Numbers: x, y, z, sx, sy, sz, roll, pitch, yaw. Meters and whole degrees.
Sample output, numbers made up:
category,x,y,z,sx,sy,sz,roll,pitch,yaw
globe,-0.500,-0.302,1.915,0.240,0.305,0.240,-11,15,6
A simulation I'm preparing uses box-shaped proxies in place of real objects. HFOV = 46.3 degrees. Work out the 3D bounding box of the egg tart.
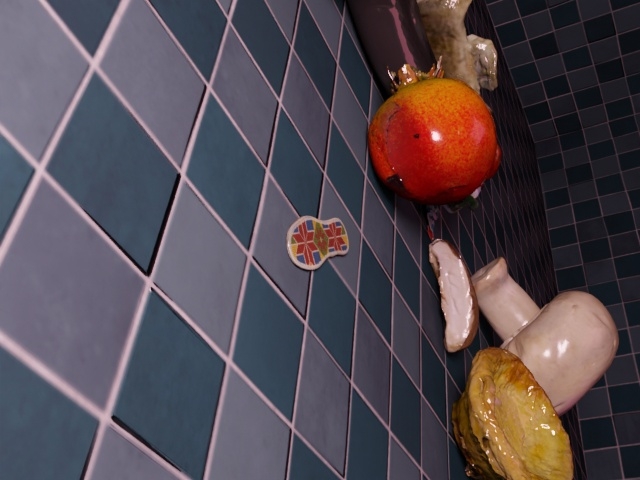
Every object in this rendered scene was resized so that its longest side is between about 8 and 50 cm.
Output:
category,x,y,z,sx,sy,sz,roll,pitch,yaw
egg tart,0.316,0.321,1.279,0.294,0.123,0.294,36,35,-31

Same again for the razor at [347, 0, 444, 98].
category,x,y,z,sx,sy,sz,roll,pitch,yaw
razor,0.125,-0.388,1.321,0.204,0.113,0.349,-57,130,-61

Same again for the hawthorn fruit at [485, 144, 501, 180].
category,x,y,z,sx,sy,sz,roll,pitch,yaw
hawthorn fruit,0.319,-0.174,1.605,0.132,0.138,0.133,2,86,-39

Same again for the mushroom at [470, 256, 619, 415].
category,x,y,z,sx,sy,sz,roll,pitch,yaw
mushroom,0.474,0.215,1.552,0.315,0.315,0.356,-65,144,-57

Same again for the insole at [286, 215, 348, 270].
category,x,y,z,sx,sy,sz,roll,pitch,yaw
insole,0.000,0.000,0.925,0.193,0.006,0.065,-11,87,-67

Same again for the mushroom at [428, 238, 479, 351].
category,x,y,z,sx,sy,sz,roll,pitch,yaw
mushroom,0.250,0.103,1.374,0.094,0.072,0.210,47,34,-65

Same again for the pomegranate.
category,x,y,z,sx,sy,sz,roll,pitch,yaw
pomegranate,0.178,-0.170,1.193,0.210,0.210,0.235,-10,86,-68

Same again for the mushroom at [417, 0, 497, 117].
category,x,y,z,sx,sy,sz,roll,pitch,yaw
mushroom,0.245,-0.366,1.475,0.247,0.130,0.344,46,-23,45

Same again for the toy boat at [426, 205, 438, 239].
category,x,y,z,sx,sy,sz,roll,pitch,yaw
toy boat,0.213,-0.079,1.469,0.149,0.034,0.105,-59,134,-44

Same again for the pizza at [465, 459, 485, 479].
category,x,y,z,sx,sy,sz,roll,pitch,yaw
pizza,0.295,0.396,1.317,0.099,0.029,0.100,48,34,-14

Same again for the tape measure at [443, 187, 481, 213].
category,x,y,z,sx,sy,sz,roll,pitch,yaw
tape measure,0.250,-0.164,1.436,0.178,0.105,0.196,44,36,-9
